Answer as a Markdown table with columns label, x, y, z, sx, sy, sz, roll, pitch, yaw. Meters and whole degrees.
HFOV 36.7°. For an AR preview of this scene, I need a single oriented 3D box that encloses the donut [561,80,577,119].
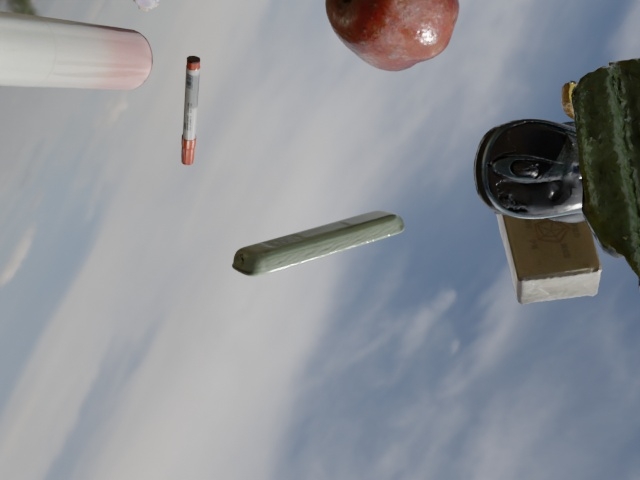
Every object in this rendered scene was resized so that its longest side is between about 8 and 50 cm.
| label | x | y | z | sx | sy | sz | roll | pitch | yaw |
| --- | --- | --- | --- | --- | --- | --- | --- | --- | --- |
| donut | 0.379 | -0.196 | 1.391 | 0.083 | 0.067 | 0.038 | 45 | 57 | -67 |

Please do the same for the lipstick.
| label | x | y | z | sx | sy | sz | roll | pitch | yaw |
| --- | --- | --- | --- | --- | --- | --- | --- | --- | --- |
| lipstick | -0.337 | -0.234 | 1.205 | 0.087 | 0.087 | 0.327 | -51 | 166 | 22 |

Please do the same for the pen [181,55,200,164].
| label | x | y | z | sx | sy | sz | roll | pitch | yaw |
| --- | --- | --- | --- | --- | --- | --- | --- | --- | --- |
| pen | -0.236 | -0.232 | 1.755 | 0.028 | 0.028 | 0.239 | -82 | -177 | -45 |

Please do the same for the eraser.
| label | x | y | z | sx | sy | sz | roll | pitch | yaw |
| --- | --- | --- | --- | --- | --- | --- | --- | --- | --- |
| eraser | 0.388 | -0.047 | 1.716 | 0.078 | 0.144 | 0.343 | 79 | 6 | -49 |

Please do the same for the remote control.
| label | x | y | z | sx | sy | sz | roll | pitch | yaw |
| --- | --- | --- | --- | --- | --- | --- | --- | --- | --- |
| remote control | 0.000 | 0.000 | 1.599 | 0.090 | 0.310 | 0.038 | 18 | -60 | 56 |

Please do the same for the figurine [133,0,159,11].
| label | x | y | z | sx | sy | sz | roll | pitch | yaw |
| --- | --- | --- | --- | --- | --- | --- | --- | --- | --- |
| figurine | -0.288 | -0.489 | 1.677 | 0.237 | 0.141 | 0.162 | 146 | -45 | -79 |

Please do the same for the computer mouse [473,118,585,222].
| label | x | y | z | sx | sy | sz | roll | pitch | yaw |
| --- | --- | --- | --- | --- | --- | --- | --- | --- | --- |
| computer mouse | 0.311 | -0.090 | 1.266 | 0.096 | 0.233 | 0.137 | 2 | -86 | 61 |

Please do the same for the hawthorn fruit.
| label | x | y | z | sx | sy | sz | roll | pitch | yaw |
| --- | --- | --- | --- | --- | --- | --- | --- | --- | --- |
| hawthorn fruit | 0.154 | -0.494 | 2.040 | 0.284 | 0.284 | 0.284 | -48 | -156 | 29 |

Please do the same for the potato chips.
| label | x | y | z | sx | sy | sz | roll | pitch | yaw |
| --- | --- | --- | --- | --- | --- | --- | --- | --- | --- |
| potato chips | 0.466 | -0.056 | 1.057 | 0.070 | 0.359 | 0.429 | 79 | 3 | -65 |
